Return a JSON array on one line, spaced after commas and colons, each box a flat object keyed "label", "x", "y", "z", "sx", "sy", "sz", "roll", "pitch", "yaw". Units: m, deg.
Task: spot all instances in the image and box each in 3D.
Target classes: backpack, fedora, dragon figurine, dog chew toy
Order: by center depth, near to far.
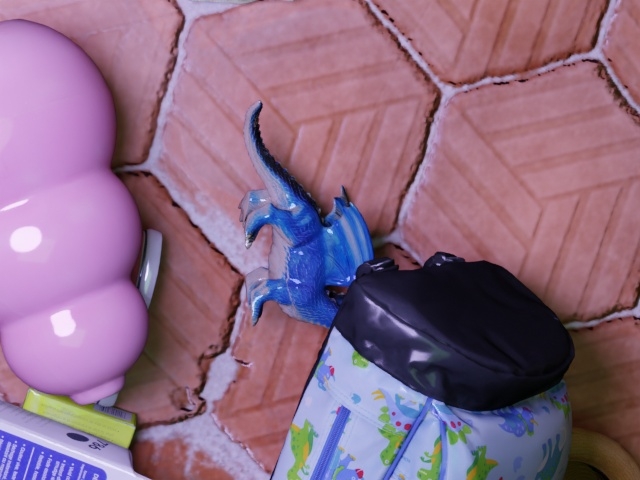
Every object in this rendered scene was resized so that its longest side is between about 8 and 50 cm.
[{"label": "dog chew toy", "x": -0.250, "y": -0.017, "z": 1.369, "sx": 0.207, "sy": 0.206, "sz": 0.331, "roll": -20, "pitch": 94, "yaw": -1}, {"label": "backpack", "x": 0.076, "y": 0.219, "z": 1.390, "sx": 0.273, "sy": 0.290, "sz": 0.355, "roll": 45, "pitch": 111, "yaw": 23}, {"label": "dragon figurine", "x": 0.000, "y": 0.000, "z": 1.466, "sx": 0.144, "sy": 0.085, "sz": 0.289, "roll": -6, "pitch": 106, "yaw": -6}, {"label": "fedora", "x": 0.225, "y": 0.270, "z": 1.544, "sx": 0.194, "sy": 0.079, "sz": 0.194, "roll": -1, "pitch": 96, "yaw": -8}]

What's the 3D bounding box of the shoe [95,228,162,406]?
[{"label": "shoe", "x": -0.208, "y": 0.066, "z": 1.473, "sx": 0.081, "sy": 0.063, "sz": 0.178, "roll": 16, "pitch": 103, "yaw": -13}]

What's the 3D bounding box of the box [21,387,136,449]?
[{"label": "box", "x": -0.255, "y": 0.235, "z": 1.513, "sx": 0.109, "sy": 0.042, "sz": 0.178, "roll": 20, "pitch": 100, "yaw": -7}]

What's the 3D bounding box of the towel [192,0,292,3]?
[{"label": "towel", "x": -0.071, "y": -0.289, "z": 1.435, "sx": 0.110, "sy": 0.027, "sz": 0.148, "roll": -3, "pitch": 101, "yaw": -5}]

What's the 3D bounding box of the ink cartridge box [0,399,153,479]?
[{"label": "ink cartridge box", "x": -0.296, "y": 0.238, "z": 1.456, "sx": 0.333, "sy": 0.065, "sz": 0.165, "roll": 21, "pitch": 99, "yaw": 10}]
